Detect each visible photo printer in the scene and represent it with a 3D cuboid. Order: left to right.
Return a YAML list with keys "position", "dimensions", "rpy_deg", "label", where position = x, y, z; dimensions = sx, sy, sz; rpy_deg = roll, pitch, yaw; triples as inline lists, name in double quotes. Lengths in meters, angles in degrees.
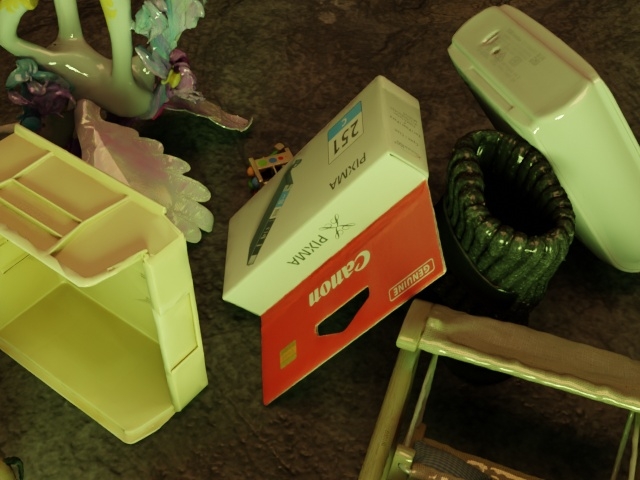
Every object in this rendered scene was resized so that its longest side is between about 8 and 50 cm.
- position: [0.296, -0.112, 1.021]
  dimensions: [0.107, 0.307, 0.256]
  rpy_deg: [-37, 36, 9]
  label: "photo printer"

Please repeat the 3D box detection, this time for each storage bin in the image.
- position: [-0.258, 0.052, 0.905]
  dimensions: [0.260, 0.262, 0.123]
  rpy_deg: [28, 52, 25]
  label: "storage bin"

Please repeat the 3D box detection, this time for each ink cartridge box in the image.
- position: [0.000, 0.000, 0.944]
  dimensions: [0.066, 0.296, 0.261]
  rpy_deg: [28, 39, -28]
  label: "ink cartridge box"

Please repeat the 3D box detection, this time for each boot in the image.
- position: [0.136, -0.029, 0.968]
  dimensions: [0.131, 0.260, 0.348]
  rpy_deg: [-29, 53, -22]
  label: "boot"

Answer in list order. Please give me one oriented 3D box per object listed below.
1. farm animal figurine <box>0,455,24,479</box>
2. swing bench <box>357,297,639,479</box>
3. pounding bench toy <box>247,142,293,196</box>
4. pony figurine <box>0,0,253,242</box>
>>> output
- position: [-0.378, 0.263, 0.707]
  dimensions: [0.330, 0.172, 0.327]
  rpy_deg: [33, 26, 16]
  label: "farm animal figurine"
- position: [0.178, 0.189, 0.773]
  dimensions: [0.253, 0.165, 0.254]
  rpy_deg: [14, 69, 11]
  label: "swing bench"
- position: [-0.071, -0.095, 1.178]
  dimensions: [0.065, 0.052, 0.083]
  rpy_deg: [-16, 49, -12]
  label: "pounding bench toy"
- position: [-0.268, -0.201, 1.130]
  dimensions: [0.351, 0.363, 0.302]
  rpy_deg: [18, 41, -3]
  label: "pony figurine"
